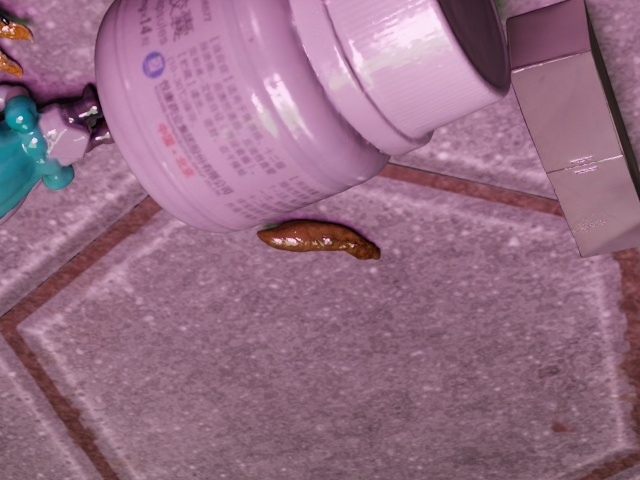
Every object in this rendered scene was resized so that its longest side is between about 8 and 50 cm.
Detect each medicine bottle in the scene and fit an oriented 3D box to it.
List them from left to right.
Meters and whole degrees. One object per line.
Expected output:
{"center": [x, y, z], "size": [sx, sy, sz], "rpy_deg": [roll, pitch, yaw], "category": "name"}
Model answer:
{"center": [-0.013, -0.160, 1.059], "size": [0.306, 0.245, 0.245], "rpy_deg": [-21, 131, 23], "category": "medicine bottle"}

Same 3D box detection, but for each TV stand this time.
{"center": [0.261, -0.104, 1.211], "size": [0.083, 0.088, 0.269], "rpy_deg": [-15, 132, 19], "category": "TV stand"}

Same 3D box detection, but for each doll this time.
{"center": [-0.347, -0.075, 1.264], "size": [0.258, 0.153, 0.195], "rpy_deg": [-3, 122, -19], "category": "doll"}

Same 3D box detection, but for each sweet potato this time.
{"center": [0.003, -0.002, 1.374], "size": [0.153, 0.038, 0.041], "rpy_deg": [9, 159, -18], "category": "sweet potato"}

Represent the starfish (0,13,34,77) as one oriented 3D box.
{"center": [-0.387, -0.209, 1.186], "size": [0.208, 0.053, 0.176], "rpy_deg": [33, 139, -19], "category": "starfish"}
